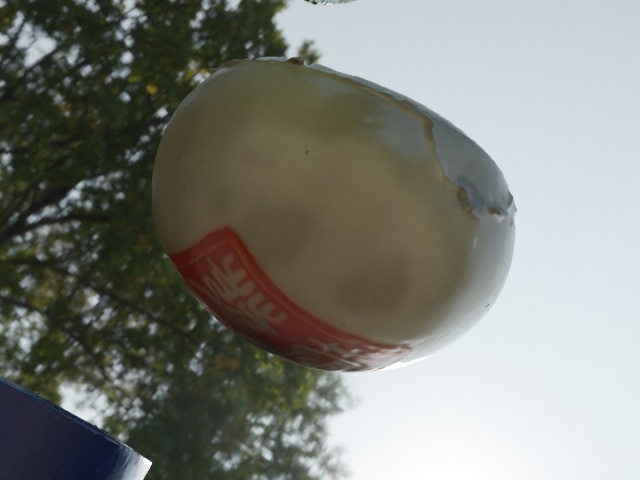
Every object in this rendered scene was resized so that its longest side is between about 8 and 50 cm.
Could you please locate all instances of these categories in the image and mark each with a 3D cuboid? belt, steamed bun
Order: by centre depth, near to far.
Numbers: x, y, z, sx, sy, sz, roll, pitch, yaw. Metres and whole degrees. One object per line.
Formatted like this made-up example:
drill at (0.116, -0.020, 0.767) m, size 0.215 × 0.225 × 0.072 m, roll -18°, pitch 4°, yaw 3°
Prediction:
belt at (-0.232, 0.138, 0.689) m, size 0.212 × 0.117 × 0.347 m, roll 32°, pitch -16°, yaw -20°
steamed bun at (0.000, 0.000, 1.050) m, size 0.374 × 0.241 × 0.374 m, roll 22°, pitch -12°, yaw 5°

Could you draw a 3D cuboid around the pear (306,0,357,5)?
pear at (0.074, -0.314, 0.806) m, size 0.288 × 0.239 × 0.139 m, roll -47°, pitch -109°, yaw 17°
